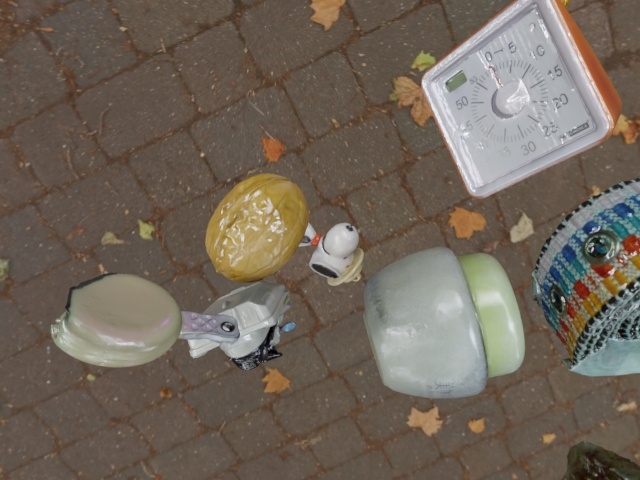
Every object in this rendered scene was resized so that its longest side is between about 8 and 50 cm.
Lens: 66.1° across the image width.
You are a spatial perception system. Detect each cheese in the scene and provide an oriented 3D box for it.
[{"bbox_3d":[-0.164,0.075,0.479,0.171,0.092,0.047,-2,132,-43],"label":"cheese"}]

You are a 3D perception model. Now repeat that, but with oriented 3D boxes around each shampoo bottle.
[{"bbox_3d":[0.252,0.177,1.071,0.318,0.322,0.322,-10,114,9],"label":"shampoo bottle"}]

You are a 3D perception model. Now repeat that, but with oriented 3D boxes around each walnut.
[{"bbox_3d":[-0.111,-0.021,0.857,0.159,0.159,0.206,40,92,-20],"label":"walnut"}]

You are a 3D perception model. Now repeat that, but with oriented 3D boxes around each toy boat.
[{"bbox_3d":[-0.109,0.135,0.796,0.141,0.269,0.140,-1,83,8],"label":"toy boat"}]

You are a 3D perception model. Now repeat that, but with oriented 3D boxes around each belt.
[{"bbox_3d":[0.374,0.057,0.589,0.207,0.150,0.257,-19,135,2],"label":"belt"}]

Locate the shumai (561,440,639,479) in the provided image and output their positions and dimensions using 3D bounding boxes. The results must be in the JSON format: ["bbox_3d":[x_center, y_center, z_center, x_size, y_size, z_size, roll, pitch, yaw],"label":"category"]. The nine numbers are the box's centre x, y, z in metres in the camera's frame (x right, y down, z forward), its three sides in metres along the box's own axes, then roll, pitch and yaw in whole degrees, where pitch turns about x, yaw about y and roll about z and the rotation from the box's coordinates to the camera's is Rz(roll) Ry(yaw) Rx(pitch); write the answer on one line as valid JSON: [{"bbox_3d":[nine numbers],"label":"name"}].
[{"bbox_3d":[0.540,0.582,0.846,0.395,0.395,0.348,42,86,-21],"label":"shumai"}]

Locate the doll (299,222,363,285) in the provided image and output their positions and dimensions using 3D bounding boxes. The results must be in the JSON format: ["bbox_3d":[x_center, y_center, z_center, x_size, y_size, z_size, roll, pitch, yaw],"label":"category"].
[{"bbox_3d":[-0.012,0.012,1.375,0.272,0.144,0.208,11,129,12],"label":"doll"}]

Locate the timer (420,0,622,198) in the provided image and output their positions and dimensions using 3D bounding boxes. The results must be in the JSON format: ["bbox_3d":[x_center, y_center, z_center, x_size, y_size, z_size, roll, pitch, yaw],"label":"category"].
[{"bbox_3d":[0.325,-0.242,0.825,0.257,0.161,0.249,-29,95,50],"label":"timer"}]

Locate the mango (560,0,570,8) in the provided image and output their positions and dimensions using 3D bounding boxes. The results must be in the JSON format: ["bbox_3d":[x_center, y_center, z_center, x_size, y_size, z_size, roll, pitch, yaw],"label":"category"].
[{"bbox_3d":[0.447,-0.480,0.946,0.060,0.046,0.089,-10,102,31],"label":"mango"}]
